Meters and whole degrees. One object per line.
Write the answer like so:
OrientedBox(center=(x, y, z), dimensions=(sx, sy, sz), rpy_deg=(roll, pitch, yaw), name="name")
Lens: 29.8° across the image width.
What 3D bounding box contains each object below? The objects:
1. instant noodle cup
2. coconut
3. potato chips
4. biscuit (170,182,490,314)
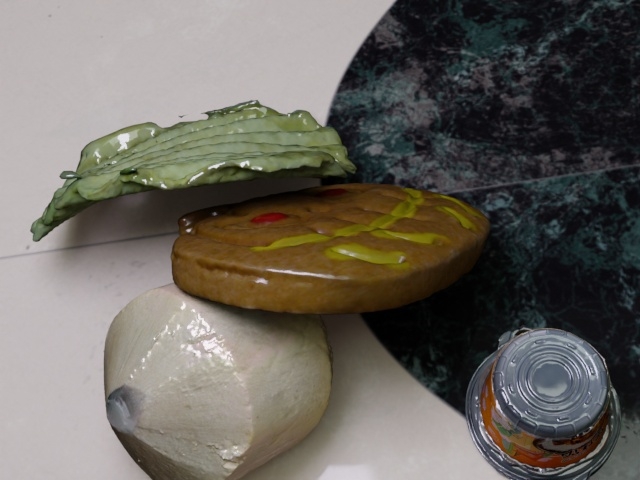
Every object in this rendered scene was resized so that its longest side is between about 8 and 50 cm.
OrientedBox(center=(0.254, 0.174, 1.347), dimensions=(0.178, 0.125, 0.208), rpy_deg=(-25, 65, -8), name="instant noodle cup")
OrientedBox(center=(-0.127, 0.152, 1.320), dimensions=(0.239, 0.239, 0.244), rpy_deg=(44, 41, 21), name="coconut")
OrientedBox(center=(-0.158, -0.084, 1.435), dimensions=(0.389, 0.373, 0.097), rpy_deg=(-9, 104, 6), name="potato chips")
OrientedBox(center=(0.000, -0.009, 1.346), dimensions=(0.350, 0.394, 0.070), rpy_deg=(7, 107, 21), name="biscuit")
